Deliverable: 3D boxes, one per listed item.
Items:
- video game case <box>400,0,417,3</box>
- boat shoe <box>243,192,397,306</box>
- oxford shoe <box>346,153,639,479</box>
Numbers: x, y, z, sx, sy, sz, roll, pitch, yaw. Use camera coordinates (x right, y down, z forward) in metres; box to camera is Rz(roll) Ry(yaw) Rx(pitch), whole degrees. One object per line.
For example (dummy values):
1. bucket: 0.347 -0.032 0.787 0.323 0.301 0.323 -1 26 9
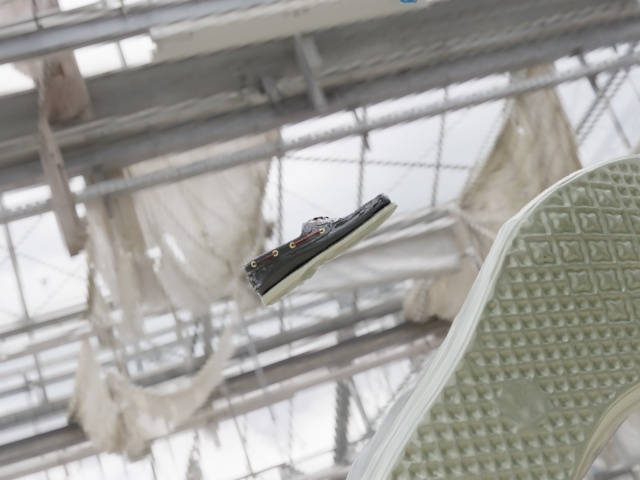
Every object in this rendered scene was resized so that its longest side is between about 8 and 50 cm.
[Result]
1. video game case: 0.065 -0.272 0.863 0.015 0.166 0.119 1 -33 10
2. boat shoe: 0.000 0.000 0.954 0.133 0.042 0.049 -34 -12 4
3. oxford shoe: 0.154 0.097 0.863 0.449 0.169 0.130 -48 -7 -31
